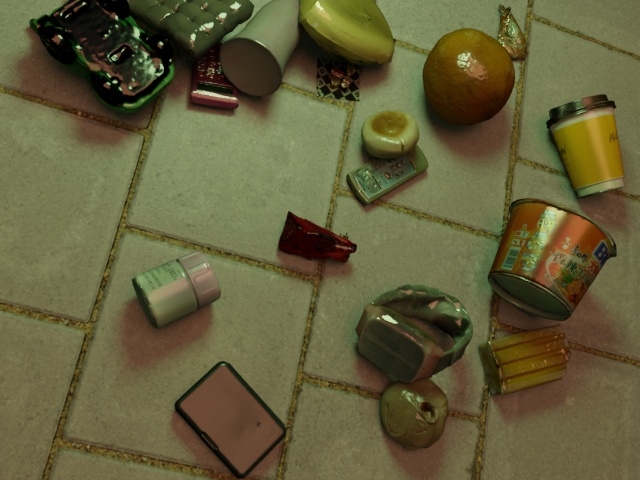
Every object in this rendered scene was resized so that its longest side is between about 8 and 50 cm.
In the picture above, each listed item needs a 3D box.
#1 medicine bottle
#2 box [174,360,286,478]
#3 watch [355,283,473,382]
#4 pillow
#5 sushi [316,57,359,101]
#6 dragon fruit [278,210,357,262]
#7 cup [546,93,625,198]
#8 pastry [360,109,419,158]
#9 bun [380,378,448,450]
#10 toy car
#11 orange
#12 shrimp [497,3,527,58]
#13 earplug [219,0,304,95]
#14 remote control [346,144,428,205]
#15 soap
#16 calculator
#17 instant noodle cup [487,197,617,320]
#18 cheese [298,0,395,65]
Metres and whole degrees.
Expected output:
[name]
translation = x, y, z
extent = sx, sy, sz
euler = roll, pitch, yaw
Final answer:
[medicine bottle]
translation = -0.326, 0.110, 1.573
extent = 0.168, 0.135, 0.135
euler = -24, 82, -20
[box]
translation = -0.201, 0.404, 1.570
extent = 0.160, 0.050, 0.230
euler = -42, 89, -23
[watch]
translation = 0.241, 0.207, 1.687
extent = 0.253, 0.162, 0.241
euler = 33, 46, 14
[pillow]
translation = -0.358, -0.592, 1.741
extent = 0.326, 0.101, 0.228
euler = 36, 67, 16
[sushi]
translation = 0.051, -0.447, 1.899
extent = 0.125, 0.026, 0.120
euler = 4, 74, -15
[dragon fruit]
translation = 0.002, -0.015, 1.718
extent = 0.192, 0.122, 0.092
euler = 16, 56, -9
[cup]
translation = 0.770, -0.270, 1.980
extent = 0.196, 0.196, 0.280
euler = -13, 85, -19
[pastry]
translation = 0.184, -0.277, 1.832
extent = 0.156, 0.092, 0.157
euler = -6, 46, 6
[bun]
translation = 0.233, 0.410, 1.660
extent = 0.166, 0.113, 0.173
euler = -32, 83, -22
[toy car]
translation = -0.527, -0.467, 1.665
extent = 0.358, 0.176, 0.213
euler = 44, 69, -5
[orange]
translation = 0.401, -0.450, 1.888
extent = 0.264, 0.264, 0.264
euler = 4, 73, -15
[shrimp]
translation = 0.574, -0.637, 2.097
extent = 0.091, 0.043, 0.184
euler = -6, 77, -14
[earplug]
translation = -0.121, -0.535, 1.805
extent = 0.172, 0.172, 0.301
euler = 31, 53, -6
[remote control]
translation = 0.183, -0.185, 1.858
extent = 0.233, 0.038, 0.098
euler = -31, 84, -21
[soap]
translation = 0.540, 0.309, 1.800
extent = 0.231, 0.073, 0.140
euler = -10, 79, -19
[calculator]
translation = -0.272, -0.431, 1.799
extent = 0.126, 0.034, 0.191
euler = 6, 67, -14
[instant noodle cup]
translation = 0.576, 0.059, 1.785
extent = 0.296, 0.296, 0.214
euler = 33, 76, -5
[cheese]
translation = 0.082, -0.585, 1.859
extent = 0.315, 0.128, 0.260
euler = 32, 54, -32
